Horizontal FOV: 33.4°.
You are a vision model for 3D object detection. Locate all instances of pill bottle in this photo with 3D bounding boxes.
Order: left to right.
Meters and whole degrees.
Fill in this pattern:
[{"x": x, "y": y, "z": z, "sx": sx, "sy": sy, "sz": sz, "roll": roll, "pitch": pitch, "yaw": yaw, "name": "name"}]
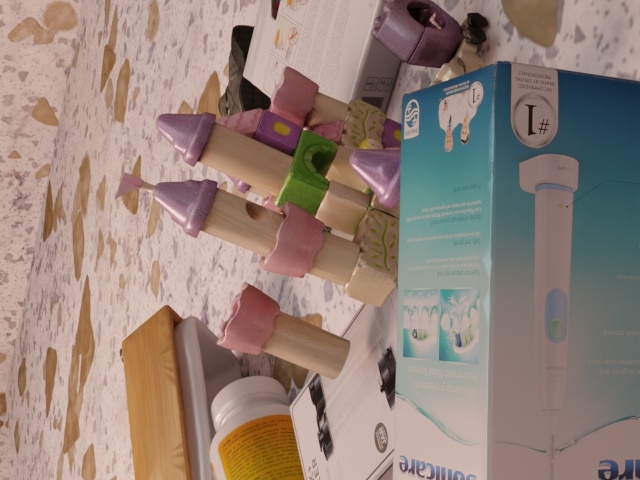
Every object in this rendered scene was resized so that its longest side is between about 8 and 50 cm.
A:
[{"x": -0.057, "y": 0.286, "z": 1.287, "sx": 0.246, "sy": 0.136, "sz": 0.136, "roll": -115, "pitch": 37, "yaw": -46, "name": "pill bottle"}]

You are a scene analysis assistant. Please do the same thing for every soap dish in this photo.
[{"x": -0.177, "y": 0.265, "z": 1.464, "sx": 0.229, "sy": 0.118, "sz": 0.291, "roll": 59, "pitch": -163, "yaw": -61, "name": "soap dish"}]

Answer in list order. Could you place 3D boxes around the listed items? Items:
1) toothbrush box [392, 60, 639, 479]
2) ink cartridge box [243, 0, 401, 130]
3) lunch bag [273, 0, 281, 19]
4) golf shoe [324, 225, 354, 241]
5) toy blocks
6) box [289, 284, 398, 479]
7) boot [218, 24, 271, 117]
[{"x": 0.173, "y": 0.044, "z": 0.731, "sx": 0.126, "sy": 0.216, "sz": 0.296, "roll": 171, "pitch": 101, "yaw": -65, "name": "toothbrush box"}, {"x": 0.013, "y": -0.269, "z": 1.260, "sx": 0.239, "sy": 0.060, "sz": 0.275, "roll": 46, "pitch": 128, "yaw": 46, "name": "ink cartridge box"}, {"x": -0.028, "y": -0.281, "z": 1.367, "sx": 0.053, "sy": 0.083, "sz": 0.071, "roll": -128, "pitch": 47, "yaw": -55, "name": "lunch bag"}, {"x": 0.000, "y": 0.000, "z": 1.259, "sx": 0.198, "sy": 0.093, "sz": 0.077, "roll": 51, "pitch": 131, "yaw": 54, "name": "golf shoe"}, {"x": -0.031, "y": -0.087, "z": 1.025, "sx": 0.289, "sy": 0.260, "sz": 0.309, "roll": -76, "pitch": 13, "yaw": -50, "name": "toy blocks"}, {"x": 0.071, "y": 0.172, "z": 1.086, "sx": 0.290, "sy": 0.087, "sz": 0.169, "roll": 122, "pitch": 143, "yaw": -46, "name": "box"}, {"x": -0.094, "y": -0.180, "z": 1.525, "sx": 0.247, "sy": 0.083, "sz": 0.161, "roll": -104, "pitch": 23, "yaw": -45, "name": "boot"}]
